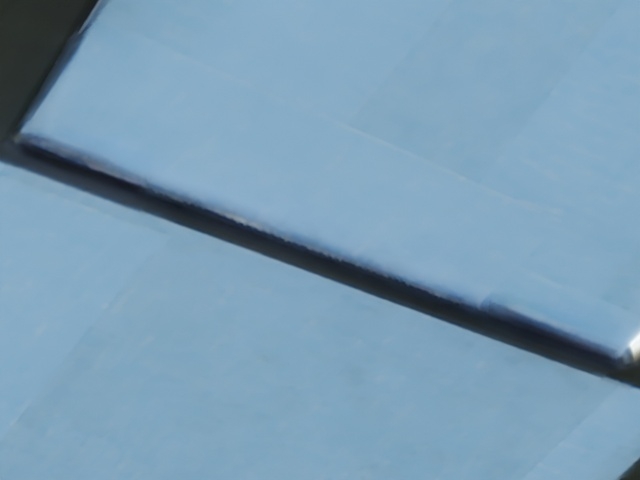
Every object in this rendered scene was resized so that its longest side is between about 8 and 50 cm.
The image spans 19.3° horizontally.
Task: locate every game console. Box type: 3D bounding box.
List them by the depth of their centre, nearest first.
[{"bbox_3d":[0.000,0.000,0.466,0.386,0.342,0.060,20,45,-24],"label":"game console"}]
